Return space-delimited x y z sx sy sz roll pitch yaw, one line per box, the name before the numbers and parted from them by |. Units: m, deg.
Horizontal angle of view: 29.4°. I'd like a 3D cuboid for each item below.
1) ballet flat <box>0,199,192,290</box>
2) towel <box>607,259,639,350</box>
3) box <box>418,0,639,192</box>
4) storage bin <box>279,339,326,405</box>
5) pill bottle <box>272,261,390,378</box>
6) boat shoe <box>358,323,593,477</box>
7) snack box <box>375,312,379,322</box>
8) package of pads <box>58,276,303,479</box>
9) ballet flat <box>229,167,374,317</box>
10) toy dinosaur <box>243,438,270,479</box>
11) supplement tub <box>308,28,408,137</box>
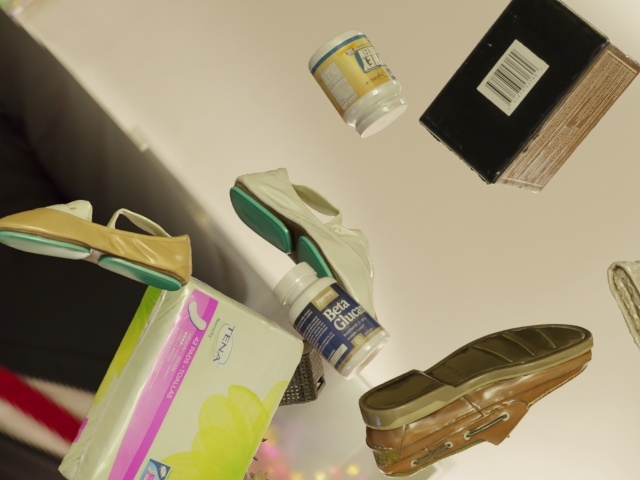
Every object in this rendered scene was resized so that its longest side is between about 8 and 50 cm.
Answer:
ballet flat | -0.250 -0.005 1.359 0.080 0.232 0.073 -17 -121 55
towel | 0.500 0.156 1.735 0.049 0.282 0.187 -29 167 25
box | 0.358 -0.248 2.056 0.296 0.183 0.294 -51 159 15
storage bin | -0.091 0.232 2.111 0.180 0.084 0.122 -7 -171 12
pill bottle | 0.012 0.113 1.780 0.094 0.169 0.094 -43 166 -13
boat shoe | 0.194 0.191 1.476 0.307 0.104 0.111 -18 -163 -12
snack box | 0.075 0.196 2.536 0.022 0.064 0.178 -2 147 -25
package of pads | -0.171 0.214 1.593 0.101 0.229 0.296 14 -105 51
ballet flat | 0.000 0.000 1.985 0.139 0.400 0.139 -24 138 -24
toy dinosaur | -0.112 0.404 1.912 0.127 0.295 0.200 -23 -160 3
supplement tub | 0.082 -0.335 2.599 0.144 0.199 0.144 -34 172 -5
